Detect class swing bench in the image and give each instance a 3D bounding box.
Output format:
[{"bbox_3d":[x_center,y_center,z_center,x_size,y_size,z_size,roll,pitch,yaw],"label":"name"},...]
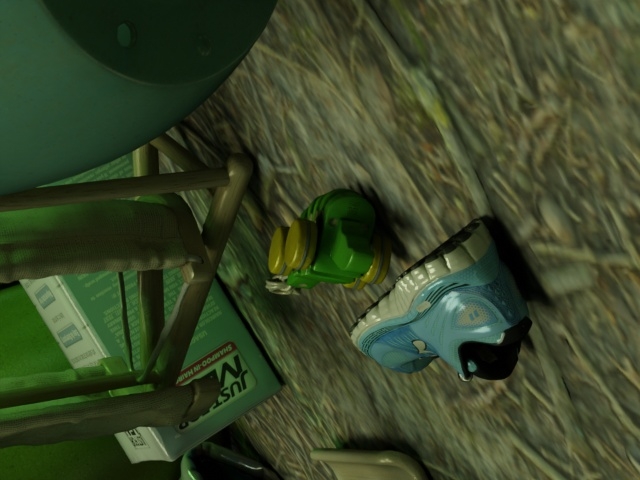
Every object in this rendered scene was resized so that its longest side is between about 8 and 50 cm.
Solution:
[{"bbox_3d":[-0.204,0.041,1.197,0.165,0.253,0.255,40,129,48],"label":"swing bench"}]

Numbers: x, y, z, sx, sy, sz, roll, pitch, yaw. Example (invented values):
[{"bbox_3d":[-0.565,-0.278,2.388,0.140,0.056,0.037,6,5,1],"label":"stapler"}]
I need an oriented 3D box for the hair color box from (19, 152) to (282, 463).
[{"bbox_3d":[-0.192,-0.003,1.468,0.374,0.113,0.185,59,163,-1],"label":"hair color box"}]

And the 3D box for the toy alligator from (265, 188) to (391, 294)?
[{"bbox_3d":[0.000,0.000,1.051,0.189,0.056,0.051,159,121,-74],"label":"toy alligator"}]

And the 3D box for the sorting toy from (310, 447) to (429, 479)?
[{"bbox_3d":[0.070,0.240,1.289,0.208,0.038,0.193,59,163,-4],"label":"sorting toy"}]

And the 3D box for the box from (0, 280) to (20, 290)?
[{"bbox_3d":[-0.385,-0.137,1.769,0.293,0.073,0.295,47,151,29],"label":"box"}]

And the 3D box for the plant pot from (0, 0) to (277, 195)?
[{"bbox_3d":[-0.155,-0.155,0.827,0.235,0.293,0.293,0,124,39],"label":"plant pot"}]

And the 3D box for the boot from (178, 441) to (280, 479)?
[{"bbox_3d":[-0.040,0.287,1.595,0.258,0.095,0.123,33,137,28],"label":"boot"}]

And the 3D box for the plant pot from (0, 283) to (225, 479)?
[{"bbox_3d":[-0.294,0.200,1.695,0.366,0.353,0.366,51,162,23],"label":"plant pot"}]

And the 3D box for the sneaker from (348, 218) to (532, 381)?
[{"bbox_3d":[0.065,0.049,0.929,0.073,0.063,0.162,52,163,7],"label":"sneaker"}]
